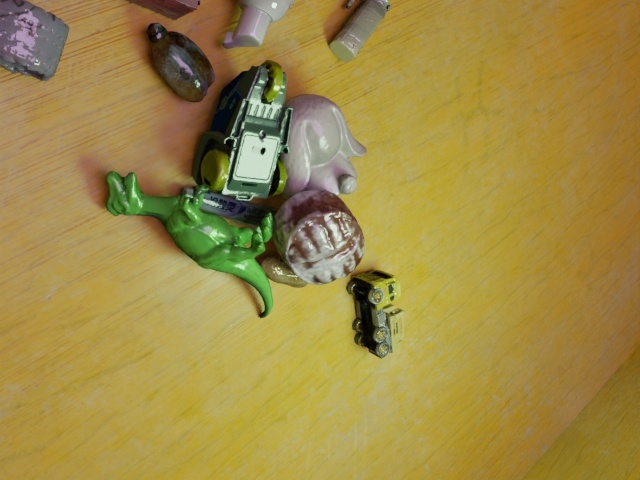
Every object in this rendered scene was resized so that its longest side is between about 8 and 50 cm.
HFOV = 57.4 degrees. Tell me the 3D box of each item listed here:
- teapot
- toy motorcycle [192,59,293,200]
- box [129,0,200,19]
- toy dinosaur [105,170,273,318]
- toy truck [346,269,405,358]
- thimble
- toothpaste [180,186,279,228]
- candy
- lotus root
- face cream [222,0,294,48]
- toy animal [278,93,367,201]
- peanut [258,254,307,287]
[{"bbox_3d":[0.099,-0.596,1.593,0.107,0.077,0.200,39,75,-17],"label":"teapot"},{"bbox_3d":[-0.178,-0.269,1.389,0.191,0.200,0.326,3,110,-38],"label":"toy motorcycle"},{"bbox_3d":[-0.343,-0.529,1.238,0.156,0.111,0.060,12,86,-40],"label":"box"},{"bbox_3d":[-0.299,0.048,1.417,0.375,0.144,0.500,3,134,-4],"label":"toy dinosaur"},{"bbox_3d":[0.191,0.224,1.823,0.157,0.124,0.272,-21,113,-32],"label":"toy truck"},{"bbox_3d":[-0.562,-0.377,1.093,0.151,0.127,0.117,17,88,-34],"label":"thimble"},{"bbox_3d":[-0.220,-0.080,1.486,0.297,0.048,0.074,17,91,-42],"label":"toothpaste"},{"bbox_3d":[0.000,0.000,1.492,0.214,0.157,0.289,-34,142,0],"label":"candy"},{"bbox_3d":[-0.315,-0.400,1.307,0.192,0.088,0.113,49,54,-34],"label":"lotus root"},{"bbox_3d":[-0.118,-0.611,1.373,0.145,0.145,0.369,20,89,-39],"label":"face cream"},{"bbox_3d":[-0.011,-0.246,1.506,0.272,0.206,0.265,-30,121,-26],"label":"toy animal"},{"bbox_3d":[-0.096,0.080,1.599,0.174,0.080,0.080,19,89,-38],"label":"peanut"}]
